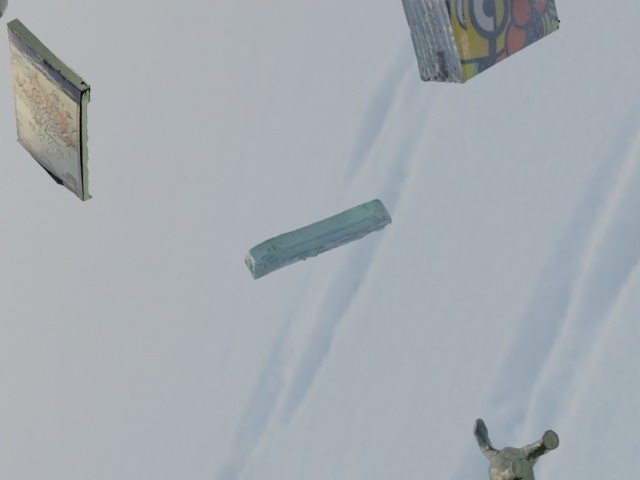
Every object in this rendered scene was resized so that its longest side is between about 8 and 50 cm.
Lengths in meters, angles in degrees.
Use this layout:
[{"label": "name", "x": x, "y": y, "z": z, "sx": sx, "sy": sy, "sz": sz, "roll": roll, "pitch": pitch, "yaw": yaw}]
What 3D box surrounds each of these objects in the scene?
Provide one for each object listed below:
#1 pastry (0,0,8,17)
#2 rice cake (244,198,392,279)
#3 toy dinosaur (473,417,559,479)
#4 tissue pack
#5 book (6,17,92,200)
[{"label": "pastry", "x": -0.309, "y": -0.213, "z": 1.077, "sx": 0.088, "sy": 0.166, "sz": 0.166, "roll": -10, "pitch": 67, "yaw": 59}, {"label": "rice cake", "x": 0.000, "y": 0.000, "z": 1.620, "sx": 0.042, "sy": 0.180, "sz": 0.030, "roll": 58, "pitch": 154, "yaw": 24}, {"label": "toy dinosaur", "x": 0.226, "y": 0.315, "z": 1.702, "sx": 0.188, "sy": 0.075, "sz": 0.247, "roll": 122, "pitch": 142, "yaw": -67}, {"label": "tissue pack", "x": 0.076, "y": -0.117, "z": 0.699, "sx": 0.035, "sy": 0.083, "sz": 0.063, "roll": 0, "pitch": 111, "yaw": 44}, {"label": "book", "x": -0.367, "y": -0.170, "z": 1.952, "sx": 0.157, "sy": 0.026, "sz": 0.231, "roll": 41, "pitch": 147, "yaw": 22}]
